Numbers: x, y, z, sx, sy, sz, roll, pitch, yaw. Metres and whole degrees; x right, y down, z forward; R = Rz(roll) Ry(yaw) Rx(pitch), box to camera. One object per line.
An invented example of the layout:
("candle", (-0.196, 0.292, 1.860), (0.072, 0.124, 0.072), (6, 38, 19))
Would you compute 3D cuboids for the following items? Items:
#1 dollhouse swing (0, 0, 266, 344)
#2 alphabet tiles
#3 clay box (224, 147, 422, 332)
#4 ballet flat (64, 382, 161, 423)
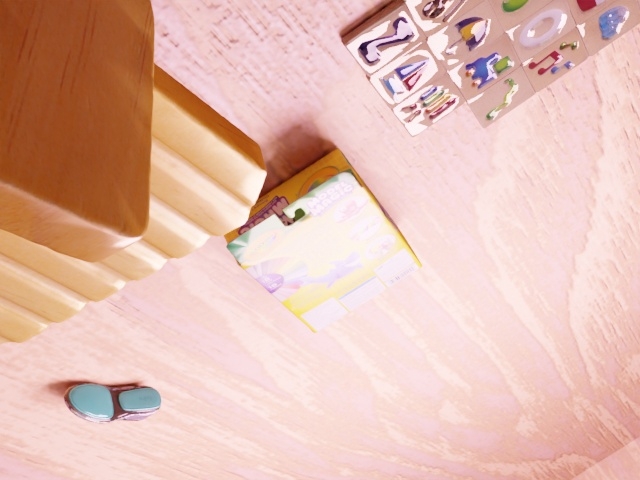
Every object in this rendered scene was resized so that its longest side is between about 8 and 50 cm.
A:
("dollhouse swing", (-0.210, 0.037, 0.707), (0.347, 0.315, 0.305), (-27, 131, 18))
("alphabet tiles", (0.187, -0.217, 0.986), (0.342, 0.011, 0.285), (-34, 150, 8))
("clay box", (0.000, 0.000, 1.113), (0.127, 0.053, 0.222), (-32, 149, 5))
("ballet flat", (-0.208, 0.161, 1.197), (0.114, 0.041, 0.041), (8, 134, -46))
